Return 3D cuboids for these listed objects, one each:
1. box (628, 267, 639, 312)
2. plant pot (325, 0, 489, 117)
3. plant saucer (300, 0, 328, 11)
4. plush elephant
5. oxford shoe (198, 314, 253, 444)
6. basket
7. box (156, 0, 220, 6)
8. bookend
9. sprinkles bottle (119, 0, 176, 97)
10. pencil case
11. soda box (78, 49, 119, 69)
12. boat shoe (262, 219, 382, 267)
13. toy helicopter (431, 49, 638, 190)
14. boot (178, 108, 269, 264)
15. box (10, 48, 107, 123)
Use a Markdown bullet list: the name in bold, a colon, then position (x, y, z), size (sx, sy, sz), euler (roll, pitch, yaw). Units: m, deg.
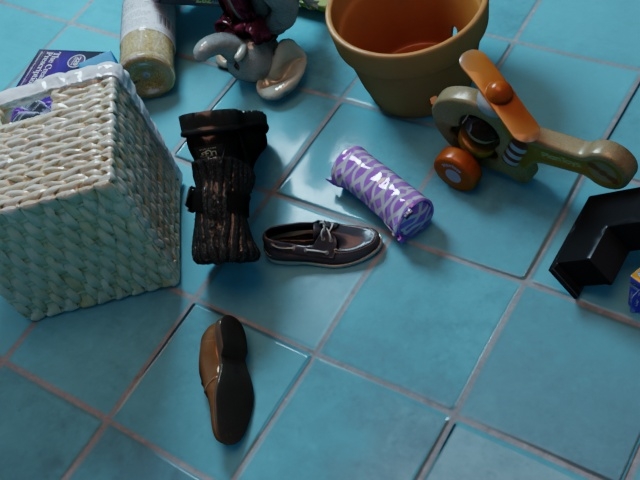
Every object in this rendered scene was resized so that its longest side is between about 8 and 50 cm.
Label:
- **box**: position (0.504, 0.051, 1.370), size (0.136, 0.081, 0.028), euler (-34, 53, -11)
- **plant pot**: position (0.170, -0.366, 1.699), size (0.290, 0.203, 0.291), euler (-7, 53, 10)
- **plant saucer**: position (-0.011, -0.565, 2.000), size (0.188, 0.045, 0.188), euler (22, 63, 28)
- **plush elephant**: position (-0.147, -0.427, 1.814), size (0.272, 0.330, 0.255), euler (29, 105, 43)
- **oxford shoe**: position (-0.155, 0.226, 1.449), size (0.076, 0.076, 0.212), euler (-31, 47, 32)
- **basket**: position (-0.432, -0.076, 1.576), size (0.328, 0.331, 0.266), euler (-14, 54, 6)
- **box**: position (-0.262, -0.564, 1.965), size (0.232, 0.059, 0.183), euler (-6, 43, -30)
- **bookend**: position (0.449, 0.002, 1.378), size (0.157, 0.072, 0.156), euler (-12, 38, 58)
- **sprinkles bottle**: position (-0.369, -0.468, 1.980), size (0.121, 0.121, 0.355), euler (-12, 52, 7)
- **pencil case**: position (0.103, -0.081, 1.586), size (0.088, 0.086, 0.206), euler (-53, 52, 10)
- **soda box**: position (-0.395, -0.257, 1.803), size (0.071, 0.067, 0.210), euler (-24, 84, -3)
- **boat shoe**: position (0.000, 0.000, 1.562), size (0.206, 0.065, 0.075), euler (-4, 53, 13)
- **toy helicopter**: position (0.332, -0.171, 1.471), size (0.355, 0.235, 0.140), euler (22, 63, 35)
- **boot**: position (-0.160, -0.091, 1.622), size (0.131, 0.348, 0.260), euler (-8, 94, 11)
- **box**: position (-0.538, -0.266, 1.894), size (0.184, 0.103, 0.261), euler (7, 57, 18)
